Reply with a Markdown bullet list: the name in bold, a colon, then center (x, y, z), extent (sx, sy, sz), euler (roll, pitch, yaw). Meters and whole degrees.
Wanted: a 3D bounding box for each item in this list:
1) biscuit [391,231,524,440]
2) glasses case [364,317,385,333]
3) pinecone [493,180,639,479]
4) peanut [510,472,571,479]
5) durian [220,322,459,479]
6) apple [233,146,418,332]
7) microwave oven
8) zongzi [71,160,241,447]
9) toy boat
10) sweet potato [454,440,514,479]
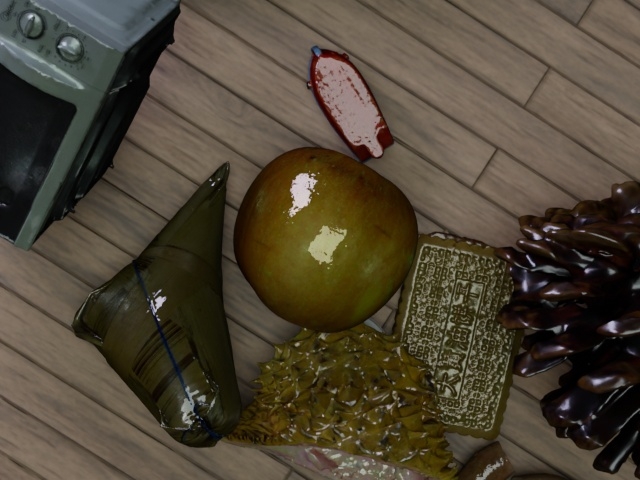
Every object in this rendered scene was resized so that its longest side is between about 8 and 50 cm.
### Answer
- **biscuit**: center (0.179, 0.124, 1.730), extent (0.172, 0.029, 0.255), euler (12, 92, -1)
- **glasses case**: center (0.004, 0.177, 1.720), extent (0.197, 0.049, 0.076), euler (-45, 94, 2)
- **pinecone**: center (0.405, 0.103, 1.548), extent (0.397, 0.398, 0.398), euler (0, 93, -1)
- **peanut**: center (0.314, 0.344, 1.719), extent (0.152, 0.076, 0.076), euler (26, 93, -2)
- **durian**: center (0.042, 0.197, 1.654), extent (0.305, 0.185, 0.196), euler (17, 72, 4)
- **apple**: center (0.000, 0.000, 1.620), extent (0.237, 0.237, 0.208), euler (31, 89, -2)
- **microwave oven**: center (-0.311, -0.173, 1.566), extent (0.181, 0.237, 0.295), euler (31, 120, -1)
- **zongzi**: center (-0.135, 0.081, 1.645), extent (0.289, 0.123, 0.260), euler (-46, 62, -1)
- **toy boat**: center (0.034, -0.177, 1.699), extent (0.069, 0.059, 0.173), euler (-32, 86, 1)
- **sweet potato**: center (0.124, 0.356, 1.725), extent (0.281, 0.059, 0.067), euler (-30, 50, 2)
